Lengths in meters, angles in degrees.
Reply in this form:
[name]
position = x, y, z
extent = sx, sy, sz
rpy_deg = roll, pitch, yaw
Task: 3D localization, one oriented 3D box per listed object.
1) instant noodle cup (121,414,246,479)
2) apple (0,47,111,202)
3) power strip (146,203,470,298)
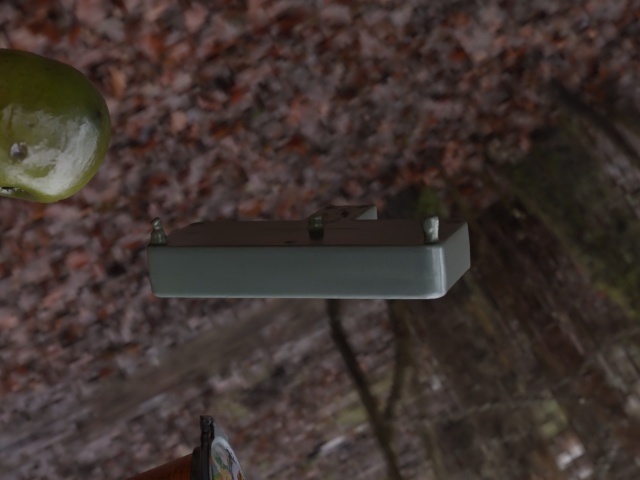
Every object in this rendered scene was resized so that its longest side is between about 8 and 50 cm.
[instant noodle cup]
position = -0.141, 0.291, 1.331
extent = 0.126, 0.208, 0.177
rpy_deg = -16, 162, 6
[apple]
position = -0.338, -0.127, 1.518
extent = 0.196, 0.156, 0.196
rpy_deg = 10, 170, 2
[power strip]
position = 0.000, 0.000, 0.957
extent = 0.216, 0.061, 0.145
rpy_deg = 0, -168, 19
